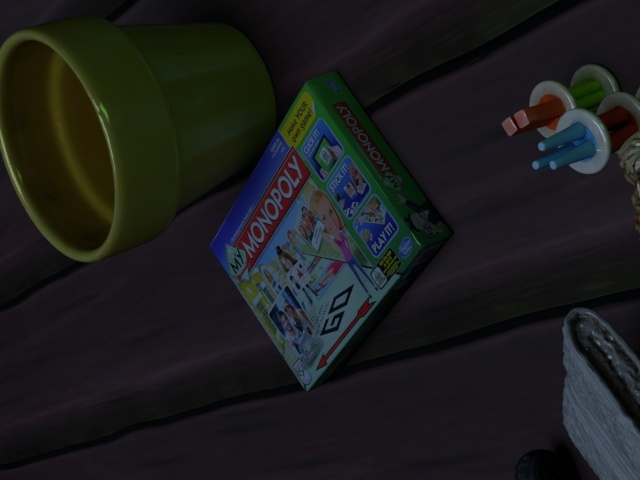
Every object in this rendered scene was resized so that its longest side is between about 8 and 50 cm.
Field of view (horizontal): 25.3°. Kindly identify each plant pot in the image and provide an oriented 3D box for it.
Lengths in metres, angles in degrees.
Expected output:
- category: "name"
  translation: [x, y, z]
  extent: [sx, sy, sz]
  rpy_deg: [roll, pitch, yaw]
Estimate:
- category: "plant pot"
  translation: [-0.189, -0.132, 1.541]
  extent: [0.254, 0.239, 0.254]
  rpy_deg: [30, 131, 41]

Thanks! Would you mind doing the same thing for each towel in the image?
- category: "towel"
  translation: [0.274, 0.202, 1.127]
  extent: [0.282, 0.049, 0.187]
  rpy_deg: [57, 168, 32]

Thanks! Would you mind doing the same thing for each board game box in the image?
- category: "board game box"
  translation: [0.000, 0.000, 1.531]
  extent: [0.213, 0.046, 0.317]
  rpy_deg: [55, 143, 16]

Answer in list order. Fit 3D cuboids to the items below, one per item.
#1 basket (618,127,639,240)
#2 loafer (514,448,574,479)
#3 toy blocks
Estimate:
- category: "basket"
  translation: [0.352, 0.002, 0.839]
  extent: [0.213, 0.299, 0.223]
  rpy_deg: [6, 113, 51]
- category: "loafer"
  translation: [0.219, 0.305, 1.379]
  extent: [0.078, 0.076, 0.223]
  rpy_deg: [0, 112, 45]
- category: "toy blocks"
  translation: [0.198, -0.092, 1.127]
  extent: [0.123, 0.148, 0.054]
  rpy_deg: [19, 122, 47]
